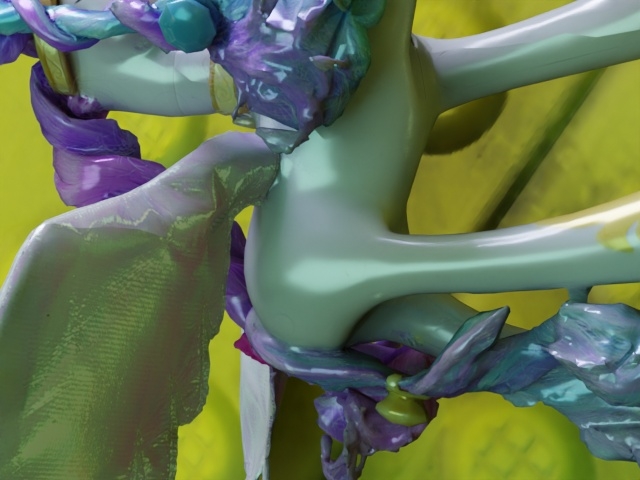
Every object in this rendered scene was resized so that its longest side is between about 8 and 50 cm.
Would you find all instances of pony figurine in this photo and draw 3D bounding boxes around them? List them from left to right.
[{"bbox_3d":[0.000,0.000,0.837,0.363,0.303,0.351,3,88,18],"label":"pony figurine"}]
